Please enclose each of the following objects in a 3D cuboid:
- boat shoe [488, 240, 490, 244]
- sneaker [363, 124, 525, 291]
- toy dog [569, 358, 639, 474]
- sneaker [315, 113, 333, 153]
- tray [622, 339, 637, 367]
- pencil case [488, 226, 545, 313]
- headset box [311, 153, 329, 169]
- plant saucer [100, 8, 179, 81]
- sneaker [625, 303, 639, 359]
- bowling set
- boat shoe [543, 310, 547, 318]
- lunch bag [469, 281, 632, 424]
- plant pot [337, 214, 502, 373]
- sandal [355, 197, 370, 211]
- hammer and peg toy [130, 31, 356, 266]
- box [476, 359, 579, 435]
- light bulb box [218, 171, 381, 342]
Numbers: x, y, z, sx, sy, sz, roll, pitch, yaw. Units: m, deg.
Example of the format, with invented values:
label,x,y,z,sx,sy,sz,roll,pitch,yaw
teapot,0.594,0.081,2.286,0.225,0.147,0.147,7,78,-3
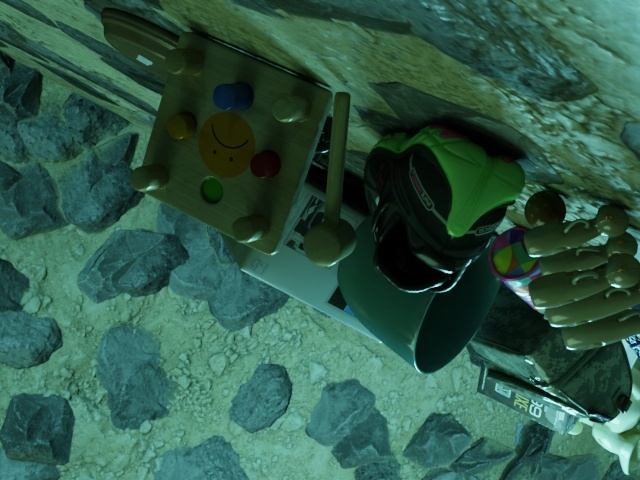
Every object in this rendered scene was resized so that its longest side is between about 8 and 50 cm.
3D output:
label,x,y,z,sx,sy,sz,roll,pitch,yaw
boat shoe,0.208,-0.044,1.788,0.227,0.079,0.081,23,-161,28
sneaker,0.128,-0.033,1.406,0.185,0.202,0.483,28,176,-1
toy dog,0.624,0.340,2.475,0.408,0.284,0.395,27,176,33
sneaker,-0.059,-0.204,1.564,0.234,0.084,0.097,27,-160,24
tray,0.590,0.240,2.142,0.145,0.030,0.270,26,134,15
pencil case,0.373,0.055,1.737,0.104,0.104,0.236,25,178,35
headset box,-0.013,-0.165,1.680,0.083,0.062,0.032,28,176,-25
plant saucer,-0.249,-0.299,1.693,0.278,0.041,0.278,28,177,1
sneaker,0.561,0.194,1.617,0.315,0.182,0.127,28,175,-11
bowling set,0.341,0.010,1.252,0.154,0.200,0.287,-16,159,17
boat shoe,0.473,0.104,1.723,0.254,0.079,0.095,6,177,-35
lunch bag,0.465,0.227,2.039,0.256,0.212,0.305,51,165,-22
plant pot,0.175,0.071,1.929,0.235,0.293,0.293,30,178,29
sandal,0.150,-0.065,2.087,0.179,0.040,0.067,18,172,41
hammer and peg toy,-0.081,-0.125,1.434,0.361,0.266,0.127,25,-162,20
box,0.500,0.266,2.328,0.242,0.307,0.076,26,-143,32
light bulb box,0.000,0.000,2.207,0.361,0.225,0.358,29,-173,-20
